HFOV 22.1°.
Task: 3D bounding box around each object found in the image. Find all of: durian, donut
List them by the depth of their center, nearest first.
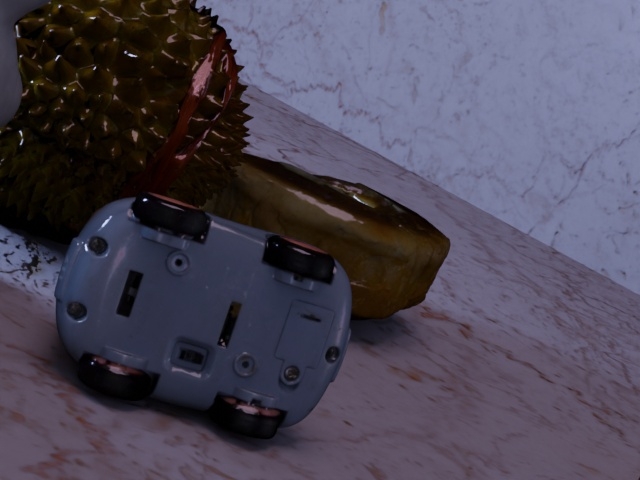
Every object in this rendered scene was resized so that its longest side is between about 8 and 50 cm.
[{"bbox_3d":[-0.254,-0.150,1.779,0.384,0.348,0.347,8,19,-33],"label":"durian"},{"bbox_3d":[0.000,0.000,1.995,0.330,0.160,0.330,17,4,-1],"label":"donut"}]

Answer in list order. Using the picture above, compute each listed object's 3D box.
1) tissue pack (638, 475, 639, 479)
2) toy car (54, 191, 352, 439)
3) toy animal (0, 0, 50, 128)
[{"bbox_3d":[0.319,0.263,1.443,0.106,0.149,0.099,28,14,24],"label":"tissue pack"},{"bbox_3d":[-0.115,0.058,1.525,0.270,0.181,0.212,18,4,-15],"label":"toy car"},{"bbox_3d":[-0.364,-0.142,1.499,0.196,0.368,0.241,17,2,-22],"label":"toy animal"}]
